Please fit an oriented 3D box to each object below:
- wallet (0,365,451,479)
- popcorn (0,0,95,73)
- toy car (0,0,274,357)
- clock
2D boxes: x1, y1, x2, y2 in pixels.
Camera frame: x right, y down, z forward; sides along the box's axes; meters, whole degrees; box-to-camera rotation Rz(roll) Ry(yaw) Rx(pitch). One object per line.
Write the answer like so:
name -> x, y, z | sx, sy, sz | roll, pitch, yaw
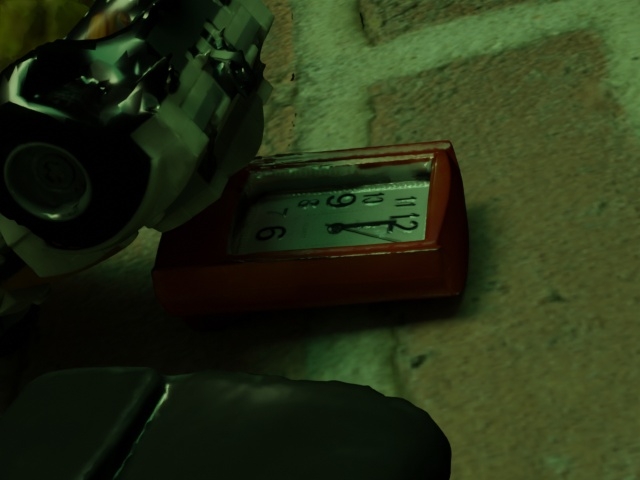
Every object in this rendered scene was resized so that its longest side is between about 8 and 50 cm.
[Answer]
wallet -> -0.128, 0.189, 0.543 | 0.228, 0.062, 0.406 | 2, 34, 30
popcorn -> -0.260, -0.125, 1.042 | 0.200, 0.226, 0.203 | -15, 60, 30
toy car -> -0.151, -0.025, 0.803 | 0.301, 0.118, 0.193 | -37, 18, 30
clock -> 0.000, 0.000, 0.814 | 0.155, 0.061, 0.113 | -6, 31, 12
